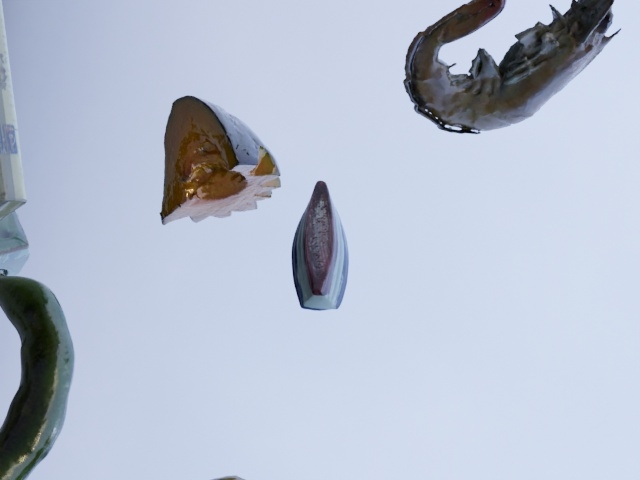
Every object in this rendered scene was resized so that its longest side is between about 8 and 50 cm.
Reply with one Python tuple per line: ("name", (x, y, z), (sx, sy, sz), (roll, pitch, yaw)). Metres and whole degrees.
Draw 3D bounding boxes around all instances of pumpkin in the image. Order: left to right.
("pumpkin", (-0.136, -0.124, 1.733), (0.254, 0.130, 0.149), (-34, -112, 56))

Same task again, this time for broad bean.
("broad bean", (-0.314, 0.149, 1.259), (0.049, 0.144, 0.292), (54, 25, -55))

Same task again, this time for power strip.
("power strip", (-0.322, -0.142, 1.173), (0.092, 0.034, 0.268), (-26, -110, 47))

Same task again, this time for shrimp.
("shrimp", (0.184, -0.195, 1.250), (0.253, 0.173, 0.058), (-49, -151, 44))

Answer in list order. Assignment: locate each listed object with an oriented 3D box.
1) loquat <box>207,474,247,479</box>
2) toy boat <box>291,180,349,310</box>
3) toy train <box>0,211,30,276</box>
("loquat", (-0.105, 0.353, 1.173), (0.213, 0.213, 0.246), (-45, -168, 52))
("toy boat", (0.000, 0.000, 1.730), (0.046, 0.080, 0.229), (89, 2, -48))
("toy train", (-0.584, 0.022, 1.822), (0.129, 0.326, 0.159), (63, -35, 14))
